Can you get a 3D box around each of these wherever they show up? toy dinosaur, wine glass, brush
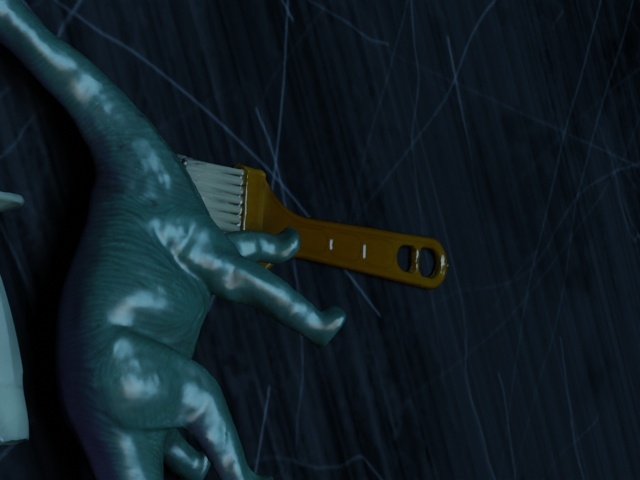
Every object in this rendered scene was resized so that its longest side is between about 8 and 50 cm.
[{"bbox_3d":[-0.160,0.033,1.226,0.331,0.129,0.383,31,64,-28],"label":"toy dinosaur"},{"bbox_3d":[-0.213,0.049,1.168,0.073,0.073,0.155,11,73,-47],"label":"wine glass"},{"bbox_3d":[0.000,0.000,1.454,0.314,0.017,0.090,11,79,-48],"label":"brush"}]
